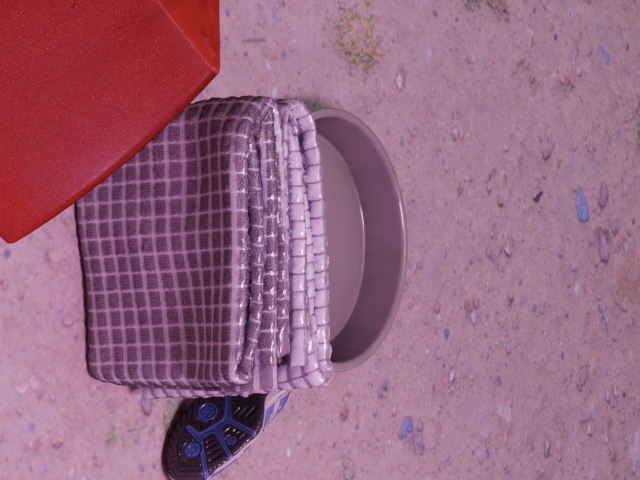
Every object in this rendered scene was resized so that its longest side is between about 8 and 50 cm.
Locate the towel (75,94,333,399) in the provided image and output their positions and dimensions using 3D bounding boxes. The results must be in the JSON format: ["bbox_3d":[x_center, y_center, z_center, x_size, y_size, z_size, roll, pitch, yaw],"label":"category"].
[{"bbox_3d":[-0.119,0.010,1.791,0.121,0.235,0.284,1,86,-52],"label":"towel"}]

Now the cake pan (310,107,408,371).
[{"bbox_3d":[0.000,0.000,2.120,0.293,0.054,0.293,6,83,-55],"label":"cake pan"}]

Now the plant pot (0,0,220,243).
[{"bbox_3d":[-0.227,-0.207,1.569,0.267,0.235,0.267,50,26,-41],"label":"plant pot"}]

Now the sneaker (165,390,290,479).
[{"bbox_3d":[-0.082,0.181,1.967,0.211,0.080,0.081,-47,156,-29],"label":"sneaker"}]
